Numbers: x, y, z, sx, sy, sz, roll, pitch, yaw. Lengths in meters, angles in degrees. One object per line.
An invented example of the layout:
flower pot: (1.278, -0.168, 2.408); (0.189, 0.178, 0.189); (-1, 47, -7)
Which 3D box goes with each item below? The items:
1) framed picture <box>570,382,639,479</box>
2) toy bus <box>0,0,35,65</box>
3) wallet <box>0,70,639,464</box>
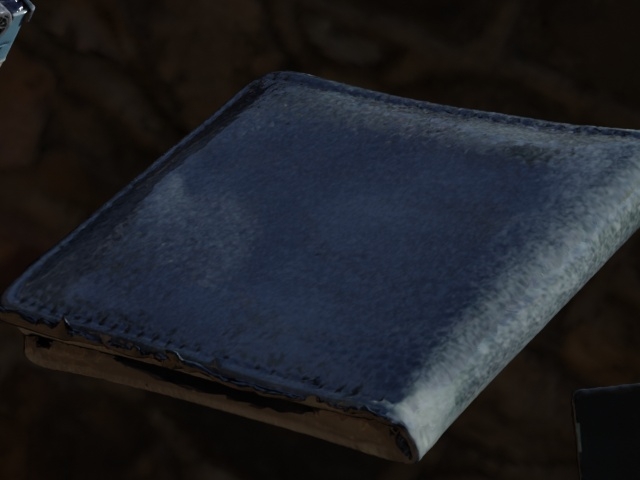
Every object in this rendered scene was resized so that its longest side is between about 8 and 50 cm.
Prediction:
framed picture: (0.320, 0.194, 1.158); (0.324, 0.244, 0.013); (-5, -8, -3)
toy bus: (-0.200, -0.087, 0.889); (0.060, 0.075, 0.123); (44, 41, 15)
wallet: (0.001, 0.002, 0.703); (0.222, 0.036, 0.167); (12, 43, 43)
